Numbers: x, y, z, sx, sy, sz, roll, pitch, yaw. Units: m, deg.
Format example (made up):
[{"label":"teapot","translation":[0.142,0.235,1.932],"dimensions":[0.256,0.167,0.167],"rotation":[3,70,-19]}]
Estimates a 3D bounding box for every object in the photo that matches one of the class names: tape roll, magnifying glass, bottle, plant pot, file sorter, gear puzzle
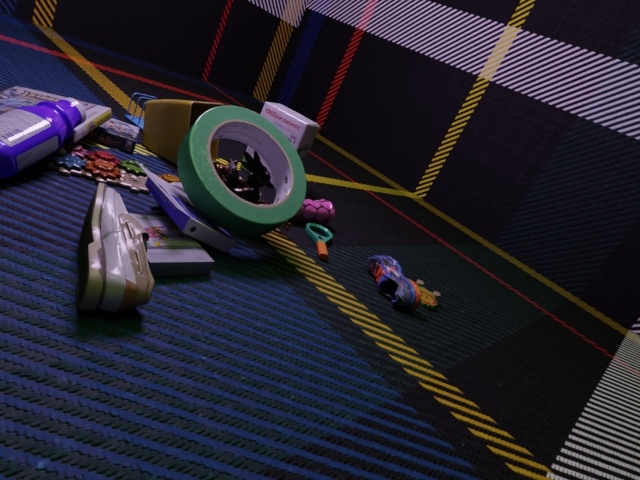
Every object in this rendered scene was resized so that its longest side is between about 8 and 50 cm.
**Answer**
[{"label":"tape roll","translation":[-0.183,-0.172,1.061],"dimensions":[0.321,0.077,0.321],"rotation":[21,55,-33]},{"label":"magnifying glass","translation":[0.000,0.000,1.339],"dimensions":[0.092,0.026,0.231],"rotation":[21,22,-14]},{"label":"bottle","translation":[-0.636,-0.237,0.949],"dimensions":[0.118,0.092,0.283],"rotation":[21,38,1]},{"label":"plant pot","translation":[-0.471,-0.376,1.455],"dimensions":[0.187,0.212,0.212],"rotation":[17,19,11]},{"label":"file sorter","translation":[-0.617,-0.460,1.602],"dimensions":[0.170,0.104,0.118],"rotation":[36,22,26]},{"label":"gear puzzle","translation":[-0.522,-0.190,1.144],"dimensions":[0.339,0.044,0.175],"rotation":[14,24,-31]}]

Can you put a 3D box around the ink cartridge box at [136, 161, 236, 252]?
[{"label":"ink cartridge box","translation":[-0.318,-0.072,0.997],"dimensions":[0.206,0.045,0.208],"rotation":[41,0,33]}]

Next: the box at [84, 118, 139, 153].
[{"label":"box","translation":[-0.688,-0.349,1.332],"dimensions":[0.233,0.044,0.159],"rotation":[16,23,-26]}]

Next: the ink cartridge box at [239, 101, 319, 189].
[{"label":"ink cartridge box","translation":[-0.158,-0.360,1.658],"dimensions":[0.201,0.278,0.117],"rotation":[32,20,15]}]

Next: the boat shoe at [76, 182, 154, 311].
[{"label":"boat shoe","translation":[-0.365,0.010,0.771],"dimensions":[0.103,0.113,0.302],"rotation":[13,34,-34]}]

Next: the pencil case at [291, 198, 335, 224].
[{"label":"pencil case","translation":[-0.054,-0.111,1.451],"dimensions":[0.209,0.095,0.098],"rotation":[9,61,-43]}]

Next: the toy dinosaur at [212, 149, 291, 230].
[{"label":"toy dinosaur","translation":[-0.221,-0.147,1.246],"dimensions":[0.322,0.164,0.218],"rotation":[17,-13,-12]}]

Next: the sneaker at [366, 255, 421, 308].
[{"label":"sneaker","translation":[0.194,0.109,1.232],"dimensions":[0.087,0.083,0.221],"rotation":[2,27,-32]}]

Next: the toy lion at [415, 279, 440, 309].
[{"label":"toy lion","translation":[0.310,0.167,1.302],"dimensions":[0.100,0.034,0.096],"rotation":[37,31,28]}]

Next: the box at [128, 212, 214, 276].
[{"label":"box","translation":[-0.331,0.007,0.905],"dimensions":[0.145,0.038,0.186],"rotation":[3,29,-49]}]

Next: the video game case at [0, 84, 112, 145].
[{"label":"video game case","translation":[-0.743,-0.339,1.148],"dimensions":[0.275,0.035,0.248],"rotation":[12,31,-8]}]

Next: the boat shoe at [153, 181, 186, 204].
[{"label":"boat shoe","translation":[-0.379,-0.127,1.143],"dimensions":[0.063,0.066,0.184],"rotation":[19,19,22]}]
